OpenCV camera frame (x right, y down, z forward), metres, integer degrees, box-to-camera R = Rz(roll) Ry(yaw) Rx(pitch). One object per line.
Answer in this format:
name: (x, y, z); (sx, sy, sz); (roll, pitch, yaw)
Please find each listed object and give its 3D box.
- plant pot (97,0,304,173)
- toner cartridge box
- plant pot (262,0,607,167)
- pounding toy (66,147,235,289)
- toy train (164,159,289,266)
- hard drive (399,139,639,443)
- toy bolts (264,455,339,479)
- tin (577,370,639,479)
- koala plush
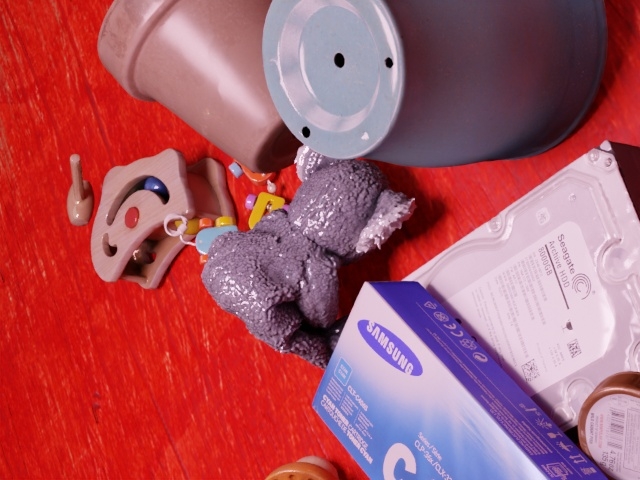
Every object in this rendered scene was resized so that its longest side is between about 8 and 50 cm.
plant pot: (-0.088, -0.207, 1.748); (0.229, 0.263, 0.263); (51, 123, 18)
toner cartridge box: (0.132, 0.203, 1.459); (0.348, 0.075, 0.165); (47, 124, 41)
plant pot: (0.093, -0.187, 1.465); (0.272, 0.255, 0.271); (18, 116, 41)
pounding toy: (-0.250, -0.027, 1.947); (0.269, 0.155, 0.154); (-14, 70, 46)
toy train: (-0.102, -0.039, 1.842); (0.166, 0.046, 0.125); (-43, 69, -7)
hard drive: (0.213, 0.085, 1.494); (0.339, 0.064, 0.237); (-36, 61, 39)
toy bolts: (-0.028, 0.373, 1.710); (0.228, 0.158, 0.218); (-37, 99, 27)
tin: (0.318, 0.182, 1.341); (0.190, 0.040, 0.106); (13, 120, 32)
koala plush: (0.000, 0.000, 1.663); (0.221, 0.203, 0.196); (-51, 51, 16)
